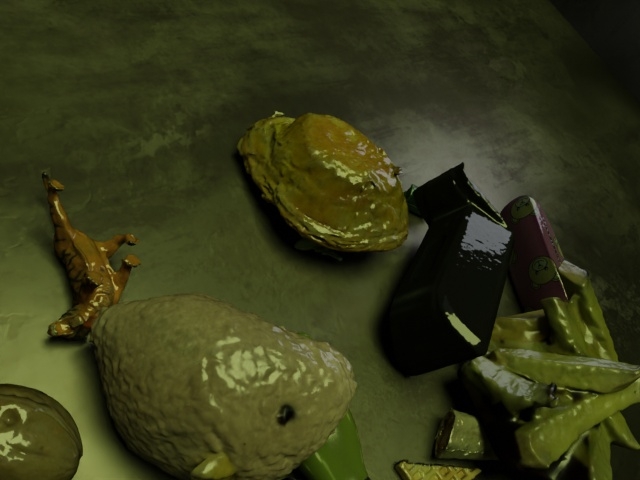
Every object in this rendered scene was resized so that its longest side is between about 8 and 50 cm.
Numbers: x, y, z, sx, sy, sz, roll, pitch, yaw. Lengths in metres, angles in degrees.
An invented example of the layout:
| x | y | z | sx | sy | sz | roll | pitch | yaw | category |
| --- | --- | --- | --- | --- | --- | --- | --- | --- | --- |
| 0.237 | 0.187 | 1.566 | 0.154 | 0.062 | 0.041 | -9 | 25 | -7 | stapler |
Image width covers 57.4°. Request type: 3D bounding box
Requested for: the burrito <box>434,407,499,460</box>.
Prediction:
| x | y | z | sx | sy | sz | roll | pitch | yaw | category |
| --- | --- | --- | --- | --- | --- | --- | --- | --- | --- |
| 0.293 | 0.349 | 1.031 | 0.226 | 0.060 | 0.087 | 15 | 56 | -23 | burrito |

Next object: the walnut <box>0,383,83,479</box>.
| x | y | z | sx | sy | sz | roll | pitch | yaw | category |
| --- | --- | --- | --- | --- | --- | --- | --- | --- | --- |
| -0.351 | 0.229 | 0.646 | 0.162 | 0.140 | 0.140 | 8 | 54 | -11 | walnut |

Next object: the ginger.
| x | y | z | sx | sy | sz | roll | pitch | yaw | category |
| --- | --- | --- | --- | --- | --- | --- | --- | --- | --- |
| 0.432 | 0.230 | 1.047 | 0.358 | 0.211 | 0.413 | 24 | 39 | -12 | ginger |

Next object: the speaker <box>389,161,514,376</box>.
| x | y | z | sx | sy | sz | roll | pitch | yaw | category |
| --- | --- | --- | --- | --- | --- | --- | --- | --- | --- |
| 0.229 | 0.047 | 1.107 | 0.184 | 0.180 | 0.388 | 46 | 44 | -14 | speaker |

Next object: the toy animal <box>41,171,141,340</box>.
| x | y | z | sx | sy | sz | roll | pitch | yaw | category |
| --- | --- | --- | --- | --- | --- | --- | --- | --- | --- |
| -0.348 | 0.010 | 0.844 | 0.114 | 0.116 | 0.255 | 11 | 44 | -56 | toy animal |

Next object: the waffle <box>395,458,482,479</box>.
| x | y | z | sx | sy | sz | roll | pitch | yaw | category |
| --- | --- | --- | --- | --- | --- | --- | --- | --- | --- |
| 0.200 | 0.380 | 0.973 | 0.153 | 0.023 | 0.097 | -18 | 71 | -39 | waffle |

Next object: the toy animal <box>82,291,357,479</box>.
| x | y | z | sx | sy | sz | roll | pitch | yaw | category |
| --- | --- | --- | --- | --- | --- | --- | --- | --- | --- |
| -0.148 | 0.192 | 0.748 | 0.358 | 0.188 | 0.226 | 21 | 85 | 10 | toy animal |

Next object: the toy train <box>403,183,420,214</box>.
| x | y | z | sx | sy | sz | roll | pitch | yaw | category |
| --- | --- | --- | --- | --- | --- | --- | --- | --- | --- |
| 0.223 | -0.087 | 1.299 | 0.093 | 0.056 | 0.038 | 24 | 53 | -14 | toy train |

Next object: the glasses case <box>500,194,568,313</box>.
| x | y | z | sx | sy | sz | roll | pitch | yaw | category |
| --- | --- | --- | --- | --- | --- | --- | --- | --- | --- |
| 0.487 | 0.041 | 1.335 | 0.076 | 0.123 | 0.316 | 10 | 55 | -27 | glasses case |

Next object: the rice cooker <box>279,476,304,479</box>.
| x | y | z | sx | sy | sz | roll | pitch | yaw | category |
| --- | --- | --- | --- | --- | --- | --- | --- | --- | --- |
| -0.012 | 0.391 | 0.766 | 0.165 | 0.112 | 0.106 | 36 | 52 | -5 | rice cooker |

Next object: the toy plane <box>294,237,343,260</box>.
| x | y | z | sx | sy | sz | roll | pitch | yaw | category |
| --- | --- | --- | --- | --- | --- | --- | --- | --- | --- |
| 0.000 | 0.000 | 1.104 | 0.111 | 0.040 | 0.102 | -3 | 42 | -37 | toy plane |

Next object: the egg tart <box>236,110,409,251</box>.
| x | y | z | sx | sy | sz | roll | pitch | yaw | category |
| --- | --- | --- | --- | --- | --- | --- | --- | --- | --- |
| 0.041 | -0.129 | 1.131 | 0.339 | 0.153 | 0.351 | -1 | 49 | -37 | egg tart |

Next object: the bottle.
| x | y | z | sx | sy | sz | roll | pitch | yaw | category |
| --- | --- | --- | --- | --- | --- | --- | --- | --- | --- |
| -0.007 | 0.271 | 0.854 | 0.112 | 0.112 | 0.260 | -15 | 68 | -39 | bottle |
